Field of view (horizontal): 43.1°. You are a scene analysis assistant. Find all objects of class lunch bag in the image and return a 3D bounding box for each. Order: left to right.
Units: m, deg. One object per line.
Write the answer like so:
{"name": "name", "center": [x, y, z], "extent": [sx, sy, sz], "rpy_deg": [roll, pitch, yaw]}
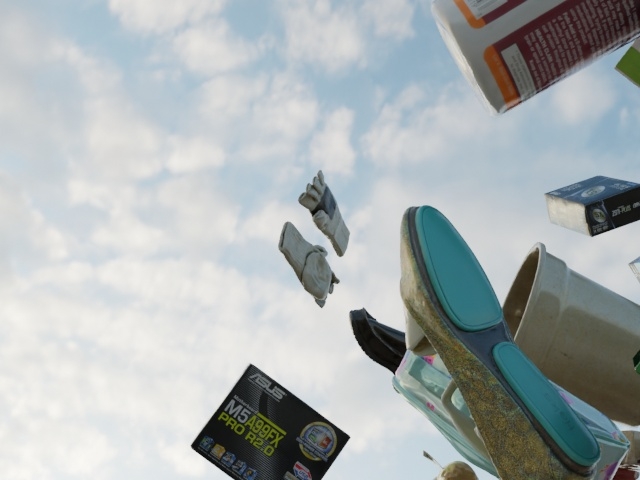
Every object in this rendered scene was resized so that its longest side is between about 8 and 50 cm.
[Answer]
{"name": "lunch bag", "center": [0.227, 0.219, 1.045], "extent": [0.224, 0.279, 0.108], "rpy_deg": [18, -82, -31]}

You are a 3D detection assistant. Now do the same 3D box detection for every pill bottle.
{"name": "pill bottle", "center": [0.399, -0.389, 1.308], "extent": [0.392, 0.224, 0.224], "rpy_deg": [-29, -51, 10]}

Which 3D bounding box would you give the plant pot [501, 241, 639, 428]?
{"name": "plant pot", "center": [0.511, 0.212, 1.589], "extent": [0.305, 0.334, 0.334], "rpy_deg": [21, -41, 6]}

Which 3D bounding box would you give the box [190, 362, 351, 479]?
{"name": "box", "center": [-0.107, 0.424, 1.722], "extent": [0.270, 0.216, 0.060], "rpy_deg": [38, -11, -4]}

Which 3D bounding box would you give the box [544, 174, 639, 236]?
{"name": "box", "center": [0.615, -0.080, 1.819], "extent": [0.147, 0.180, 0.077], "rpy_deg": [-19, -75, -9]}

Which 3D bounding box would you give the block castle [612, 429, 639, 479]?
{"name": "block castle", "center": [0.585, 0.458, 1.268], "extent": [0.213, 0.303, 0.453], "rpy_deg": [14, -20, -28]}

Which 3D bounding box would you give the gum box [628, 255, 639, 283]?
{"name": "gum box", "center": [0.762, 0.101, 1.744], "extent": [0.157, 0.041, 0.184], "rpy_deg": [58, -11, 1]}

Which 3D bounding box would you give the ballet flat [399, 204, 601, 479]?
{"name": "ballet flat", "center": [0.160, 0.123, 0.882], "extent": [0.123, 0.348, 0.123], "rpy_deg": [-26, -23, -12]}

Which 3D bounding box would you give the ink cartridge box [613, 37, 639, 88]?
{"name": "ink cartridge box", "center": [0.683, -0.362, 1.441], "extent": [0.189, 0.097, 0.255], "rpy_deg": [43, -51, 15]}

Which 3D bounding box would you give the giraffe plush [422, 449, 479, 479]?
{"name": "giraffe plush", "center": [0.194, 0.466, 1.330], "extent": [0.210, 0.170, 0.181], "rpy_deg": [25, -32, 44]}

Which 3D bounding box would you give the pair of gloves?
{"name": "pair of gloves", "center": [0.000, 0.000, 1.643], "extent": [0.042, 0.240, 0.204], "rpy_deg": [-7, -49, 28]}

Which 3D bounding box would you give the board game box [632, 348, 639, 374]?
{"name": "board game box", "center": [0.387, 0.163, 0.735], "extent": [0.213, 0.046, 0.317], "rpy_deg": [38, 8, 20]}

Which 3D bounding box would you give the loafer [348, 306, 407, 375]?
{"name": "loafer", "center": [0.133, 0.180, 1.393], "extent": [0.078, 0.080, 0.220], "rpy_deg": [-40, -65, 15]}
